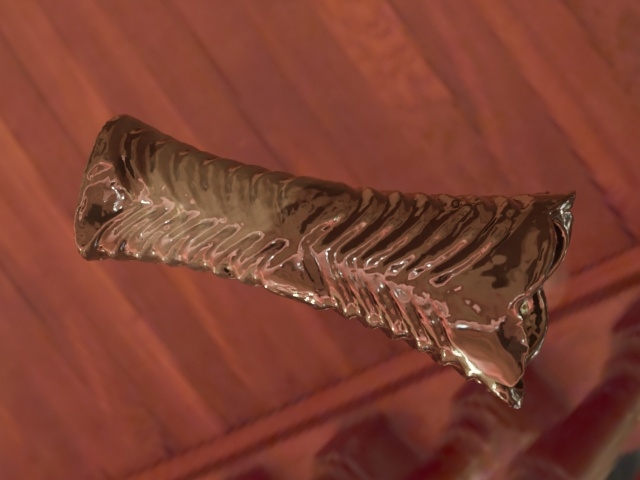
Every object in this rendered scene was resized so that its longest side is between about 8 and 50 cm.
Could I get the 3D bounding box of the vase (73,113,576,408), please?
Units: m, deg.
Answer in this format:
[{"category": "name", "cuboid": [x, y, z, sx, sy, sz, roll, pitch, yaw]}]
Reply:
[{"category": "vase", "cuboid": [0.000, 0.000, 1.004, 0.237, 0.115, 0.115, 14, 129, 10]}]
